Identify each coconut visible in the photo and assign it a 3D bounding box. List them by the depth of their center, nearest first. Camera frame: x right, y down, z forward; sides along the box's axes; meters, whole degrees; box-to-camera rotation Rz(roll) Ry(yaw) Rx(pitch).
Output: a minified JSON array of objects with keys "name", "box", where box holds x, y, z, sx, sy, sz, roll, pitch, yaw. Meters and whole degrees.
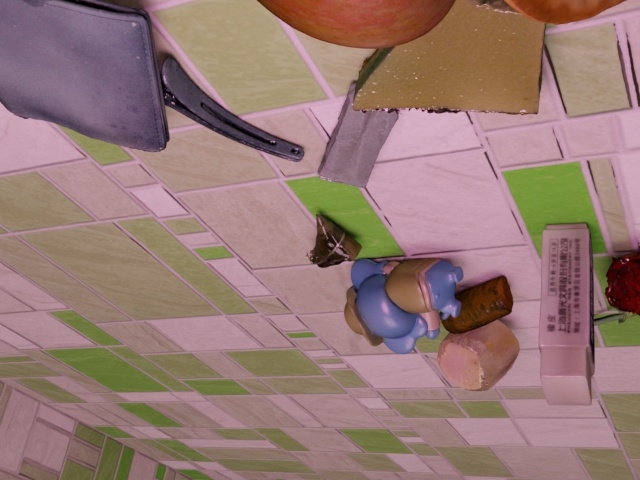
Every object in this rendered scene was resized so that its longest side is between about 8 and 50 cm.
[{"name":"coconut","box":[0.332,0.228,1.679,0.147,0.152,0.147,20,124,32]}]

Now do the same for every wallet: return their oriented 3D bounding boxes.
[{"name":"wallet","box":[-0.355,-0.244,1.103,0.290,0.054,0.251,16,149,9]}]

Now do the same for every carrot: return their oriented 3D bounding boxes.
[{"name":"carrot","box":[0.308,0.129,1.572,0.082,0.082,0.173,27,146,-27]}]

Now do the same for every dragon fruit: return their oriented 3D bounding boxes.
[{"name":"dragon fruit","box":[0.571,0.060,1.386,0.127,0.121,0.161,-24,-170,-20]}]

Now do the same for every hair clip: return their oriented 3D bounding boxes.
[{"name":"hair clip","box":[-0.139,-0.184,1.205,0.275,0.048,0.083,26,149,-35]}]

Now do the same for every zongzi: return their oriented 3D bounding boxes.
[{"name":"zongzi","box":[0.000,0.000,1.472,0.119,0.055,0.109,42,141,-26]}]

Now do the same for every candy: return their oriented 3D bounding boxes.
[{"name":"candy","box":[0.579,0.141,1.542,0.077,0.073,0.262,38,151,-11]}]

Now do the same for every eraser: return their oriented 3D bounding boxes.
[{"name":"eraser","box":[0.406,0.119,1.319,0.081,0.279,0.124,-2,148,20]}]

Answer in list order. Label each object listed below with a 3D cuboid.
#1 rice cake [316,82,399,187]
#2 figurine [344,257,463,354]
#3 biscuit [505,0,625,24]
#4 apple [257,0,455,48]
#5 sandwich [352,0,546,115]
[{"name":"rice cake","box":[0.057,-0.151,1.194,0.084,0.040,0.226,14,151,-6]},{"name":"figurine","box":[0.162,0.121,1.532,0.261,0.154,0.180,-7,133,36]},{"name":"biscuit","box":[0.227,-0.318,0.737,0.204,0.040,0.309,-37,140,-1]},{"name":"apple","box":[0.018,-0.304,0.724,0.233,0.257,0.257,7,151,14]},{"name":"sandwich","box":[0.151,-0.247,0.984,0.244,0.063,0.212,2,146,12]}]
